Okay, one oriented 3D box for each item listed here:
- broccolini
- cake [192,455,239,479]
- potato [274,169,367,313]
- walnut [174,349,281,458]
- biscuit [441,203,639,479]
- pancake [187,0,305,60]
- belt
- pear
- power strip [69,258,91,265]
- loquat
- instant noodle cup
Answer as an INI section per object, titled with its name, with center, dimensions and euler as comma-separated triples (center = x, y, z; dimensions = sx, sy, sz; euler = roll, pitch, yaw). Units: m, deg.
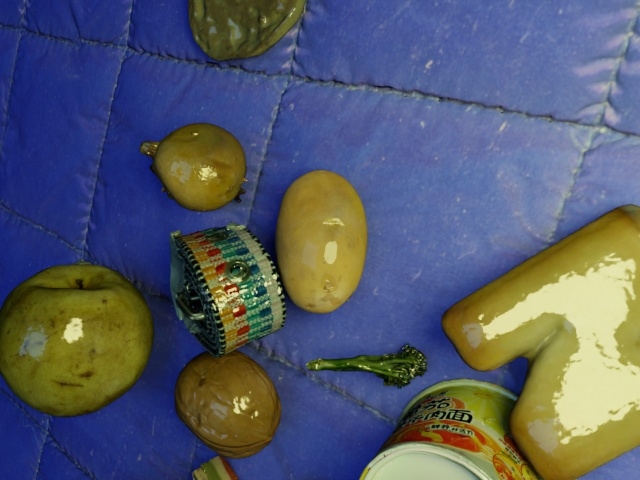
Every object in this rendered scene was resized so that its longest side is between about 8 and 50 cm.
[broccolini]
center = 0.068, 0.193, 0.694
dimensions = 0.058, 0.201, 0.073
euler = 55, 131, 39
[cake]
center = -0.153, 0.519, 0.880
dimensions = 0.117, 0.086, 0.220
euler = -15, 82, 31
[potato]
center = 0.000, 0.000, 0.773
dimensions = 0.151, 0.146, 0.233
euler = -2, 87, 0
[walnut]
center = -0.161, 0.285, 0.849
dimensions = 0.207, 0.167, 0.167
euler = 31, 105, 26
[biscuit]
center = 0.319, 0.113, 0.561
dimensions = 0.291, 0.062, 0.236
euler = -30, 70, 4
[pancake]
center = -0.149, -0.484, 0.915
dimensions = 0.295, 0.050, 0.293
euler = 1, 93, 29
[belt]
center = -0.170, 0.078, 0.822
dimensions = 0.258, 0.150, 0.206
euler = 21, 123, 57
[pear]
center = -0.495, 0.207, 0.983
dimensions = 0.304, 0.304, 0.303
euler = 0, 89, 32
[power strip]
center = -0.581, 0.157, 1.180
dimensions = 0.080, 0.029, 0.226
euler = -20, 80, 29
[loquat]
center = -0.230, -0.138, 0.887
dimensions = 0.149, 0.205, 0.172
euler = 127, 152, -53
[instant noodle cup]
center = 0.178, 0.328, 0.616
dimensions = 0.265, 0.200, 0.263
euler = -1, 88, 32
